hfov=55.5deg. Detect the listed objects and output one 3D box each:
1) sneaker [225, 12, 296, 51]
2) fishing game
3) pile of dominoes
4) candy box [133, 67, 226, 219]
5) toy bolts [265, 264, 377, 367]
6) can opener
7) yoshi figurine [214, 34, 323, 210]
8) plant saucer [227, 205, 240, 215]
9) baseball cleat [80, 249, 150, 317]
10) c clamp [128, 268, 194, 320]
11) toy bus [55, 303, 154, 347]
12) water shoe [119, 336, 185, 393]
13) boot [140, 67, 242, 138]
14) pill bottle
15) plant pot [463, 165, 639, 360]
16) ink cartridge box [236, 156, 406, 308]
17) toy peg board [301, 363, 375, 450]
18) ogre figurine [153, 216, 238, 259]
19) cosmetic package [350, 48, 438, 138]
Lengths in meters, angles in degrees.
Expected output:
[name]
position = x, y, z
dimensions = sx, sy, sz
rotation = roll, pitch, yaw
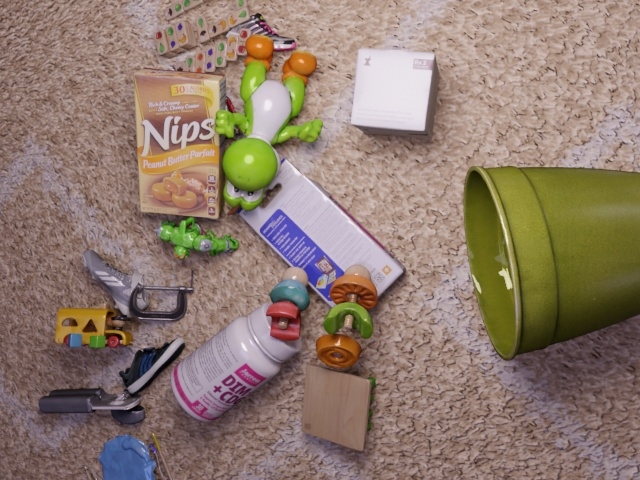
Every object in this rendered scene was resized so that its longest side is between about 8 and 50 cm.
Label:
[sneaker]
position = -0.132, -0.474, 1.375
dimensions = 0.170, 0.063, 0.074
rotation = 17, 104, 17
[fishing game]
position = -0.493, 0.589, 1.562
dimensions = 0.264, 0.041, 0.189
rotation = -34, 78, 20
[pile of dominoes]
position = -0.271, -0.482, 1.390
dimensions = 0.251, 0.040, 0.195
rotation = -15, 86, 29
[candy box]
position = -0.310, -0.214, 1.359
dimensions = 0.183, 0.087, 0.316
rotation = 5, 116, 0
[toy bolts]
position = 0.004, 0.147, 1.317
dimensions = 0.229, 0.158, 0.218
rotation = 9, 138, 5
[can opener]
position = -0.581, 0.431, 1.552
dimensions = 0.284, 0.076, 0.095
rotation = -6, 101, 18
[yoshi figurine]
position = -0.118, -0.243, 1.282
dimensions = 0.204, 0.203, 0.362
rotation = 11, 84, 30
[plant saucer]
position = -0.186, -0.089, 1.408
dimensions = 0.013, 0.083, 0.083
rotation = 40, 103, -7
[baseball cleat]
position = -0.500, 0.091, 1.517
dimensions = 0.109, 0.072, 0.206
rotation = -35, 95, 8
[c clamp]
position = -0.387, 0.134, 1.483
dimensions = 0.161, 0.022, 0.137
rotation = -2, 110, -11
[toy bus]
position = -0.532, 0.206, 1.469
dimensions = 0.191, 0.202, 0.104
rotation = -7, 78, 41
[water shoe]
position = -0.423, 0.295, 1.503
dimensions = 0.203, 0.073, 0.080
rotation = -44, 81, 13
[boot]
position = -0.301, -0.316, 1.416
dimensions = 0.179, 0.085, 0.236
rotation = -22, 100, 14
[pill bottle]
position = -0.191, 0.276, 1.395
dimensions = 0.283, 0.160, 0.160
rotation = -39, 84, 14
[plant pot]
position = 0.484, 0.013, 1.129
dimensions = 0.353, 0.366, 0.366
rotation = -9, 92, 4
[ink cartridge box]
position = 0.000, 0.000, 1.376
dimensions = 0.371, 0.069, 0.175
rotation = 44, 104, 5
[toy peg board]
position = 0.049, 0.373, 1.396
dimensions = 0.161, 0.079, 0.161
rotation = 8, 96, 30
[ogre figurine]
position = -0.306, -0.009, 1.426
dimensions = 0.197, 0.118, 0.096
rotation = 35, 102, 10
[cosmetic package]
position = 0.158, -0.296, 1.251
dimensions = 0.151, 0.184, 0.151
rotation = 8, 96, 14
